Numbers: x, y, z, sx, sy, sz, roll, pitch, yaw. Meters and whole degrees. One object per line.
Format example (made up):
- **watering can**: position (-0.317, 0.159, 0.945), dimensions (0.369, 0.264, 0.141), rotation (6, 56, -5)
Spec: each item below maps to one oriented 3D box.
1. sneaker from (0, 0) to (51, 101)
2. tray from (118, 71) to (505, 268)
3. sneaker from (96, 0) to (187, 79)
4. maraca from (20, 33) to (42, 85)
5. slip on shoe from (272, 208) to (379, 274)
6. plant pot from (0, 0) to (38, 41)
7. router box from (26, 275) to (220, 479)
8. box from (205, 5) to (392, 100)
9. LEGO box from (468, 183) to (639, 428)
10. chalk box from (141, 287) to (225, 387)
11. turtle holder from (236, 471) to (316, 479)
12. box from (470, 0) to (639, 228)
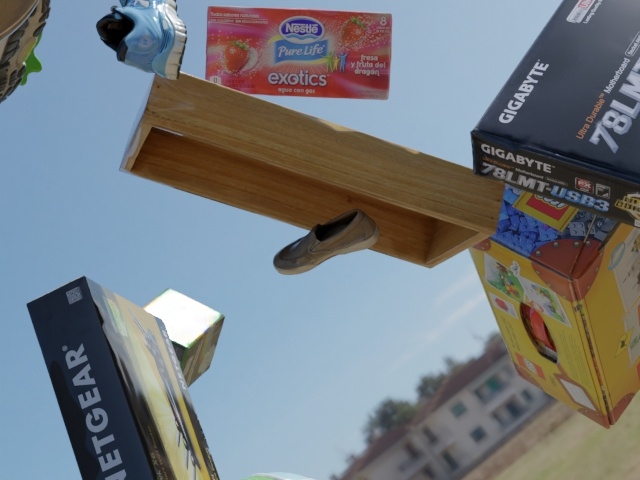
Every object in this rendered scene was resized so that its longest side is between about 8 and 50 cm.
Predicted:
- **sneaker**: position (-0.432, -0.244, 1.547), dimensions (0.275, 0.110, 0.107), rotation (-52, -4, 34)
- **tray**: position (-0.015, -0.078, 1.419), dimensions (0.203, 0.410, 0.076), rotation (142, 144, -70)
- **sneaker**: position (-0.173, -0.209, 1.135), dimensions (0.073, 0.162, 0.063), rotation (4, -57, -22)
- **maraca**: position (-0.487, -0.325, 1.871), dimensions (0.127, 0.186, 0.099), rotation (-4, -13, -17)
- **slip on shoe**: position (0.000, 0.000, 1.383), dimensions (0.135, 0.041, 0.051), rotation (-16, 41, 28)
- **plant pot**: position (-0.409, -0.272, 1.319), dimensions (0.236, 0.236, 0.032), rotation (-35, -29, -20)
- **router box**: position (-0.212, 0.216, 1.421), dimensions (0.081, 0.309, 0.243), rotation (-25, -20, 7)
- **box**: position (-0.034, -0.310, 2.012), dimensions (0.299, 0.142, 0.154), rotation (2, 9, 1)
- **LEGO box**: position (0.429, 0.000, 1.810), dimensions (0.372, 0.193, 0.500), rotation (-50, -33, -14)
- **chalk box**: position (-0.291, 0.202, 2.259), dimensions (0.213, 0.132, 0.132), rotation (-40, -28, -62)
- **turtle holder**: position (-0.063, 0.554, 2.389), dimensions (0.227, 0.243, 0.320), rotation (-10, -28, -38)
- **box**: position (0.343, -0.137, 1.200), dimensions (0.295, 0.293, 0.073), rotation (-52, -29, -31)
